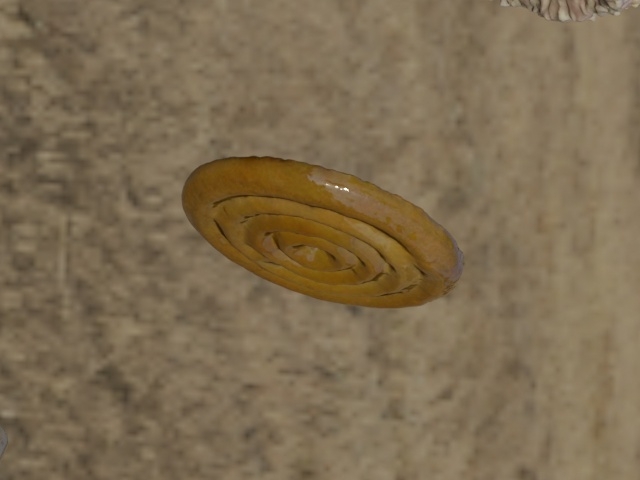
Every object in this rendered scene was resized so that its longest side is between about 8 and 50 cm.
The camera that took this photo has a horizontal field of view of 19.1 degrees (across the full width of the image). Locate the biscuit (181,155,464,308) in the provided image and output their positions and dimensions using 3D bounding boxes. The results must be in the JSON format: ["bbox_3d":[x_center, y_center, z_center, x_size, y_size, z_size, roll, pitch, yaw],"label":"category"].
[{"bbox_3d":[0.000,0.001,1.678,0.262,0.262,0.037,57,45,-57],"label":"biscuit"}]

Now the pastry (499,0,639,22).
[{"bbox_3d":[0.095,-0.176,0.966,0.112,0.265,0.103,-42,122,-21],"label":"pastry"}]

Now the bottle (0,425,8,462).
[{"bbox_3d":[-0.289,0.188,1.571,0.096,0.045,0.045,-81,164,-62],"label":"bottle"}]
